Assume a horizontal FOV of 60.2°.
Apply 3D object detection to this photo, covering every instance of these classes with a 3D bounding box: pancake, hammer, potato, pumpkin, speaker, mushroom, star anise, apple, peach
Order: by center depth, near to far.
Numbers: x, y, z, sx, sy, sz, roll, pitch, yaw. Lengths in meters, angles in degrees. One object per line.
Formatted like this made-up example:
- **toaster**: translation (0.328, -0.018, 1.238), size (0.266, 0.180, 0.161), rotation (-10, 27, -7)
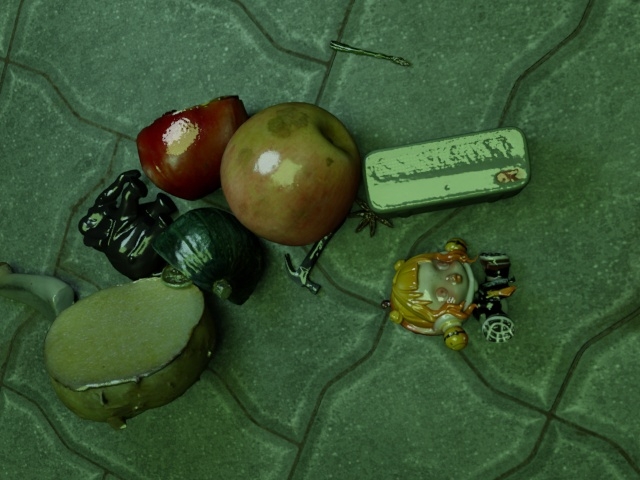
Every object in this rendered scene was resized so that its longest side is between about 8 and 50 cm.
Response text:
- **speaker**: translation (0.306, -0.166, 1.374), size (0.407, 0.184, 0.183), rotation (-9, 89, 11)
- **apple**: translation (-0.066, -0.175, 1.398), size (0.364, 0.364, 0.363), rotation (1, 94, 16)
- **star anise**: translation (0.139, -0.073, 1.519), size (0.141, 0.042, 0.140), rotation (0, 89, 7)
- **pumpkin**: translation (-0.281, 0.025, 1.528), size (0.263, 0.293, 0.196), rotation (39, 93, 39)
- **peach**: translation (-0.341, -0.280, 1.528), size (0.281, 0.281, 0.338), rotation (39, 107, 10)
- **potato**: translation (-0.503, 0.342, 1.562), size (0.443, 0.385, 0.319), rotation (-20, 132, -17)
- **hammer**: translation (0.000, 0.000, 1.570), size (0.137, 0.037, 0.289), rotation (32, 103, 10)
- **pancake**: translation (-0.413, 0.100, 1.603), size (0.108, 0.108, 0.017), rotation (14, 133, 15)
- **mushroom**: translation (-0.951, 0.174, 1.813), size (0.329, 0.122, 0.159), rotation (17, 90, 15)

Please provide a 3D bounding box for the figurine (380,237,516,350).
- **figurine**: translation (0.319, 0.142, 1.408), size (0.324, 0.196, 0.319), rotation (7, 53, 8)

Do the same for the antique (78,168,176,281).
- **antique**: translation (-0.555, -0.026, 1.652), size (0.255, 0.185, 0.322), rotation (-36, 88, 14)

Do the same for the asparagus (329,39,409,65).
- **asparagus**: translation (0.133, -0.508, 1.502), size (0.233, 0.022, 0.023), rotation (19, 55, 16)
